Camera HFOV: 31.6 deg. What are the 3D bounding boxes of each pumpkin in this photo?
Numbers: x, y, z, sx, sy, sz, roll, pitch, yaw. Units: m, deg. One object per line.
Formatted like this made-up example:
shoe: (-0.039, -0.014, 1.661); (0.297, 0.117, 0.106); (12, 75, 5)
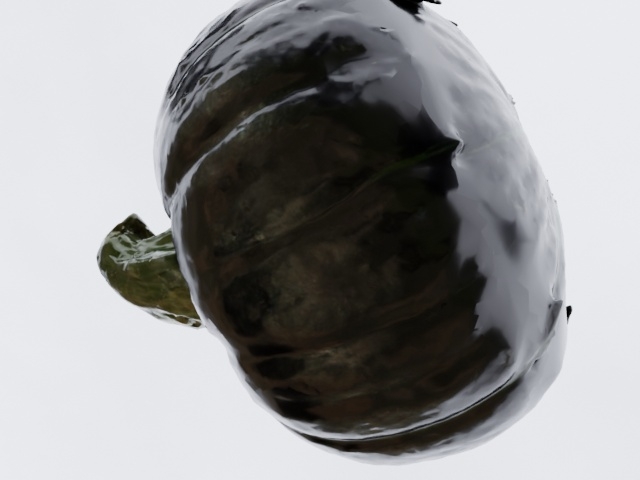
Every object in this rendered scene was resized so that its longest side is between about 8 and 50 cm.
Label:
pumpkin: (0.000, 0.000, 0.662); (0.296, 0.296, 0.296); (13, -62, 26)
